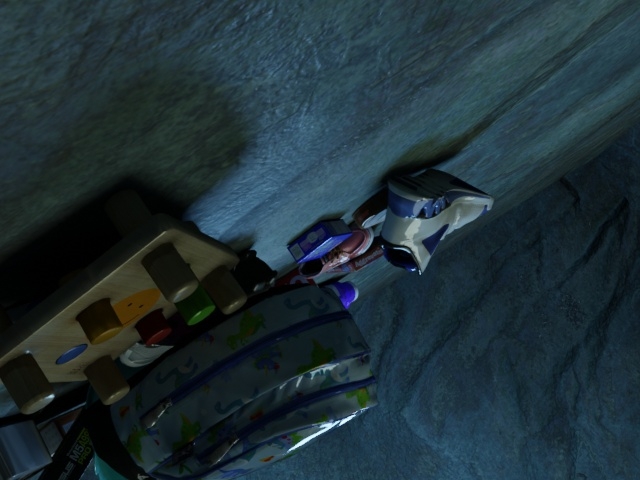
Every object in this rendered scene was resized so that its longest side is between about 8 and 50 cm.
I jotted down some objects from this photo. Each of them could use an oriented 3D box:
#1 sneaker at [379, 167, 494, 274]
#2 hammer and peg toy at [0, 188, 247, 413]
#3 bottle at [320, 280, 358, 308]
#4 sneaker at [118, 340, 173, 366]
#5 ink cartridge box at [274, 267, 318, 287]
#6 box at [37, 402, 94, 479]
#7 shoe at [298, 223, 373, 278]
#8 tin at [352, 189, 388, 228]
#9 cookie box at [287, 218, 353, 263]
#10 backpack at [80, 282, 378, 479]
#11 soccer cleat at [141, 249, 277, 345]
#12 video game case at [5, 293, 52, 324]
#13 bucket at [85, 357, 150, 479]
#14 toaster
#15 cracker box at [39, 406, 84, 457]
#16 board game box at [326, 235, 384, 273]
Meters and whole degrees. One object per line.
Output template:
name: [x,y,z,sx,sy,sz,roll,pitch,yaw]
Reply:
sneaker: [0.205,-0.035,1.549,0.315,0.127,0.182,-9,126,-51]
hammer and peg toy: [-0.219,0.088,0.910,0.266,0.127,0.361,-37,167,2]
bottle: [0.013,0.181,2.276,0.118,0.092,0.283,-38,169,34]
sneaker: [-0.237,0.144,1.351,0.228,0.086,0.132,-25,165,-33]
ink cartridge box: [-0.092,0.256,1.781,0.309,0.272,0.130,-33,171,-5]
box: [-0.499,0.423,1.601,0.216,0.060,0.270,-43,-164,48]
shoe: [0.032,0.027,1.665,0.178,0.063,0.081,-33,177,32]
tin: [0.144,-0.075,1.611,0.189,0.040,0.106,-22,162,-45]
cookie box: [0.000,0.000,1.505,0.092,0.040,0.107,-37,169,22]
backpack: [-0.095,0.201,1.064,0.355,0.273,0.290,-49,152,16]
soccer cleat: [-0.191,0.118,1.229,0.331,0.116,0.143,-21,150,-56]
video game case: [-0.373,0.116,0.975,0.190,0.022,0.173,-24,166,-46]
bucket: [-0.300,0.328,1.456,0.281,0.183,0.281,-13,127,-18]
toaster: [-0.600,0.405,1.420,0.185,0.110,0.168,-34,171,5]
cracker box: [-0.606,0.468,1.828,0.232,0.067,0.155,-38,168,33]
board game box: [0.099,0.030,1.819,0.145,0.027,0.281,-31,-176,-13]
